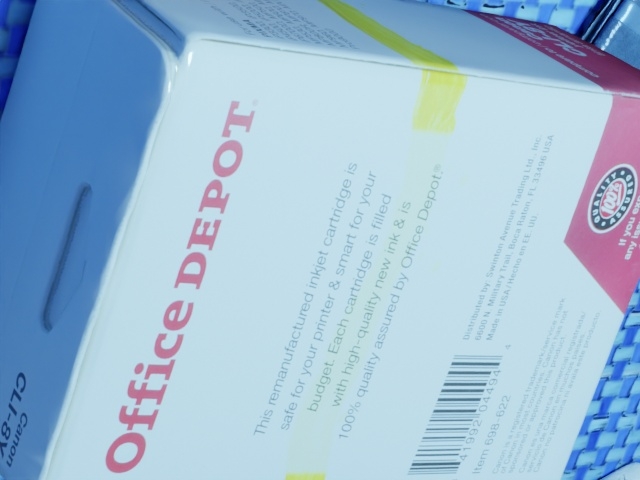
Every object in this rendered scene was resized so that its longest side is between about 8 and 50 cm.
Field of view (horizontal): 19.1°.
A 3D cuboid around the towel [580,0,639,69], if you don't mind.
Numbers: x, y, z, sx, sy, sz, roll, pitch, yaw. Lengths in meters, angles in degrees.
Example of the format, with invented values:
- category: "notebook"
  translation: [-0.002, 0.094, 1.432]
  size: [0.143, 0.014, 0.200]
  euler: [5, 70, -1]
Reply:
- category: "towel"
  translation: [0.209, -0.141, 1.272]
  size: [0.067, 0.029, 0.119]
  euler: [28, 97, -42]

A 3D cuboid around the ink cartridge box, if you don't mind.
- category: "ink cartridge box"
  translation: [0.000, 0.000, 1.111]
  size: [0.384, 0.160, 0.279]
  euler: [4, 114, -39]

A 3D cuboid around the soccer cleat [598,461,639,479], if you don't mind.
- category: "soccer cleat"
  translation: [0.222, 0.200, 1.499]
  size: [0.083, 0.029, 0.035]
  euler: [-36, 137, -7]
